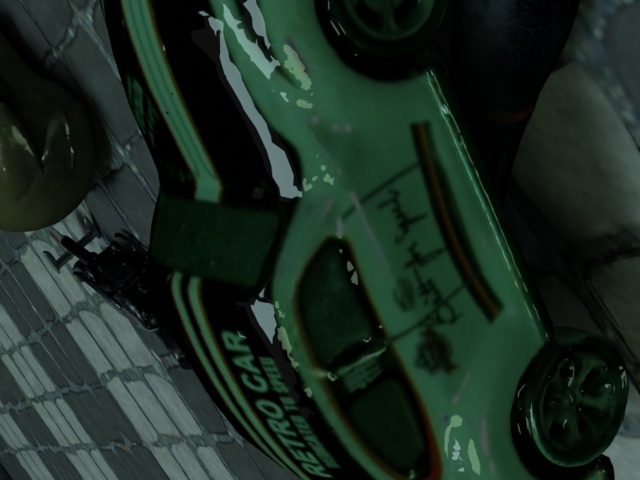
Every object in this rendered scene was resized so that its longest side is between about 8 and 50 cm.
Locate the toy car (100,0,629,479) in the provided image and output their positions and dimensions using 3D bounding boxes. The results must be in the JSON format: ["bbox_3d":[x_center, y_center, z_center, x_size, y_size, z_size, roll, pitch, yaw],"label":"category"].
[{"bbox_3d":[0.000,0.000,0.467,0.136,0.125,0.306,12,136,55],"label":"toy car"}]

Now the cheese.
[{"bbox_3d":[-0.244,-0.087,0.945,0.202,0.091,0.175,26,143,45],"label":"cheese"}]

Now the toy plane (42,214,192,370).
[{"bbox_3d":[-0.172,0.031,1.014,0.197,0.053,0.078,31,156,35],"label":"toy plane"}]

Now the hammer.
[{"bbox_3d":[0.060,-0.043,0.499,0.137,0.037,0.290,41,153,25],"label":"hammer"}]
